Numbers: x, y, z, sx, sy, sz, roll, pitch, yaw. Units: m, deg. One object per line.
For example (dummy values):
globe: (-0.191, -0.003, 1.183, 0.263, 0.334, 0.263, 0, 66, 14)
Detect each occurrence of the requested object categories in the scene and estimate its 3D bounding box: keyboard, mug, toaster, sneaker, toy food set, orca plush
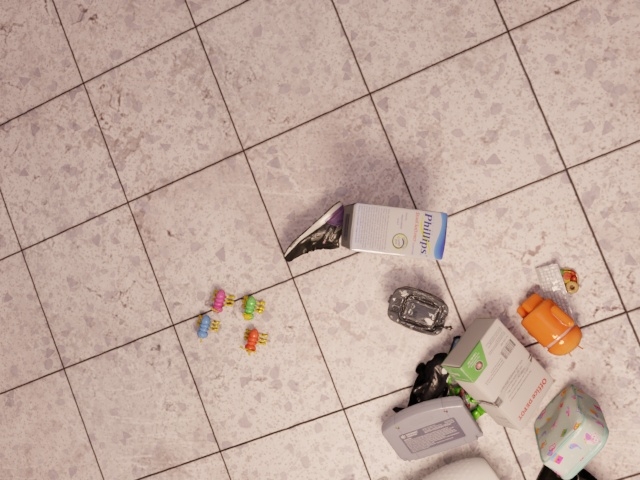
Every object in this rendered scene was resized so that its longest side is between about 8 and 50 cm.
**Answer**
keyboard: (0.778, 0.206, 1.785, 0.072, 0.014, 0.256, -18, 89, 33)
mug: (0.469, 0.895, 1.762, 0.328, 0.276, 0.374, -37, 114, 2)
toaster: (0.335, 0.231, 1.816, 0.226, 0.146, 0.129, 19, 95, 11)
sneaker: (0.000, 0.000, 1.902, 0.283, 0.107, 0.124, -41, 90, 9)
toy food set: (0.805, 0.132, 1.790, 0.082, 0.020, 0.083, 3, 92, 11)
orca plush: (0.326, 0.491, 1.822, 0.287, 0.102, 0.151, -51, 48, 29)

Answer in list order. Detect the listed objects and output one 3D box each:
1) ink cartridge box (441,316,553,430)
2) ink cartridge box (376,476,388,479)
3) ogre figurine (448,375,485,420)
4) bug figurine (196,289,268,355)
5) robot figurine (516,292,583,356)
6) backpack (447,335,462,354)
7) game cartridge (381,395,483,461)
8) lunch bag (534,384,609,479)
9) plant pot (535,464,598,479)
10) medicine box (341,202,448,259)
ink cartridge box: (0.558, 0.418, 1.718, 0.289, 0.121, 0.211, 47, 69, -8)
ink cartridge box: (0.215, 0.943, 1.883, 0.139, 0.082, 0.191, -32, 87, 10)
ogre figurine: (0.493, 0.522, 1.818, 0.118, 0.097, 0.197, -21, 75, 22)
bug figurine: (-0.325, 0.292, 1.980, 0.278, 0.072, 0.216, 13, 93, 11)
robot figurine: (0.734, 0.275, 1.741, 0.219, 0.128, 0.158, 49, 117, 21)
backpack: (0.490, 0.385, 1.821, 0.114, 0.084, 0.105, 19, 97, 6)
game cartridge: (0.363, 0.622, 1.807, 0.294, 0.060, 0.196, -26, 117, 19)
lunch bag: (0.762, 0.586, 1.678, 0.107, 0.279, 0.224, 33, 107, 9)
plant pot: (0.806, 0.811, 1.725, 0.166, 0.188, 0.188, 23, 95, -2)
medicine box: (0.225, -0.030, 1.745, 0.289, 0.263, 0.149, 6, 91, -4)
